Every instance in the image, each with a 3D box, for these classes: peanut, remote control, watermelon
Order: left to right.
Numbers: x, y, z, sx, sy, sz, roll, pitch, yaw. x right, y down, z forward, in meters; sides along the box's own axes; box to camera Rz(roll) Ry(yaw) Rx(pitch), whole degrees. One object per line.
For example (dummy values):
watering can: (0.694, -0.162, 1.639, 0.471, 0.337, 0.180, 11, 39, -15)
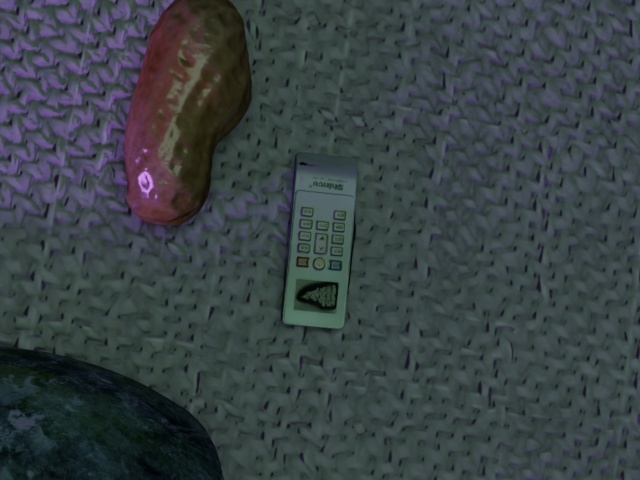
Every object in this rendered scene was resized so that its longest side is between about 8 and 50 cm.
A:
watermelon: (-0.222, 0.257, 1.193, 0.228, 0.387, 0.258, 14, 122, -31)
peanut: (-0.123, -0.123, 1.315, 0.108, 0.095, 0.226, 18, 80, -10)
remote control: (0.000, 0.000, 1.354, 0.065, 0.029, 0.166, 6, 86, -11)
